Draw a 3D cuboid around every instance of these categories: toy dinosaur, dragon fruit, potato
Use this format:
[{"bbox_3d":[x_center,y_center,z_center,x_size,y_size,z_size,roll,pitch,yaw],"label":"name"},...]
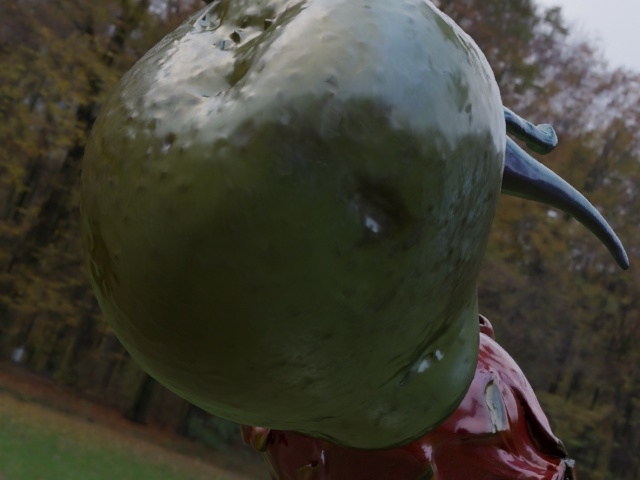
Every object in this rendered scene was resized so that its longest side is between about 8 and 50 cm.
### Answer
[{"bbox_3d":[0.038,-0.105,0.847,0.383,0.129,0.331,38,11,25],"label":"toy dinosaur"},{"bbox_3d":[0.046,0.091,0.562,0.165,0.133,0.136,16,-41,24],"label":"dragon fruit"},{"bbox_3d":[0.000,0.000,0.415,0.157,0.157,0.194,13,-36,36],"label":"potato"}]
